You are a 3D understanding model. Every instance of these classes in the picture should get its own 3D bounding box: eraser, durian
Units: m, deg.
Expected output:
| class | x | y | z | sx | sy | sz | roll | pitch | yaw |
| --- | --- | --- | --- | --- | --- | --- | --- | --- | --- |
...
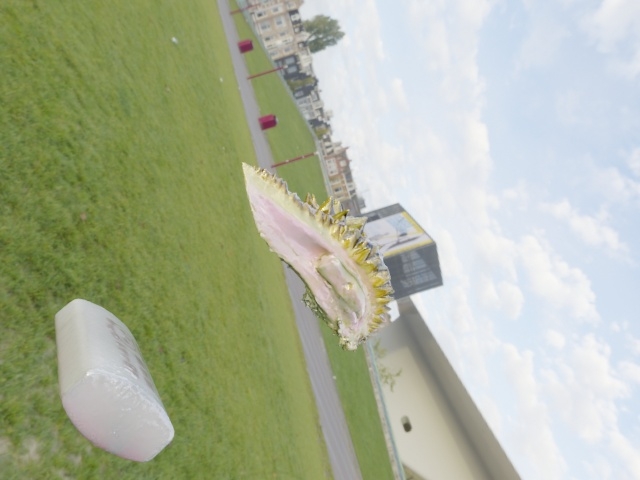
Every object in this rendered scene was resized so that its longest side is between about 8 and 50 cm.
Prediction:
| class | x | y | z | sx | sy | sz | roll | pitch | yaw |
| --- | --- | --- | --- | --- | --- | --- | --- | --- | --- |
| eraser | -0.338 | 0.209 | 0.676 | 0.270 | 0.094 | 0.174 | 26 | -27 | 55 |
| durian | 0.010 | 0.001 | 0.388 | 0.224 | 0.078 | 0.140 | 52 | 27 | -44 |
